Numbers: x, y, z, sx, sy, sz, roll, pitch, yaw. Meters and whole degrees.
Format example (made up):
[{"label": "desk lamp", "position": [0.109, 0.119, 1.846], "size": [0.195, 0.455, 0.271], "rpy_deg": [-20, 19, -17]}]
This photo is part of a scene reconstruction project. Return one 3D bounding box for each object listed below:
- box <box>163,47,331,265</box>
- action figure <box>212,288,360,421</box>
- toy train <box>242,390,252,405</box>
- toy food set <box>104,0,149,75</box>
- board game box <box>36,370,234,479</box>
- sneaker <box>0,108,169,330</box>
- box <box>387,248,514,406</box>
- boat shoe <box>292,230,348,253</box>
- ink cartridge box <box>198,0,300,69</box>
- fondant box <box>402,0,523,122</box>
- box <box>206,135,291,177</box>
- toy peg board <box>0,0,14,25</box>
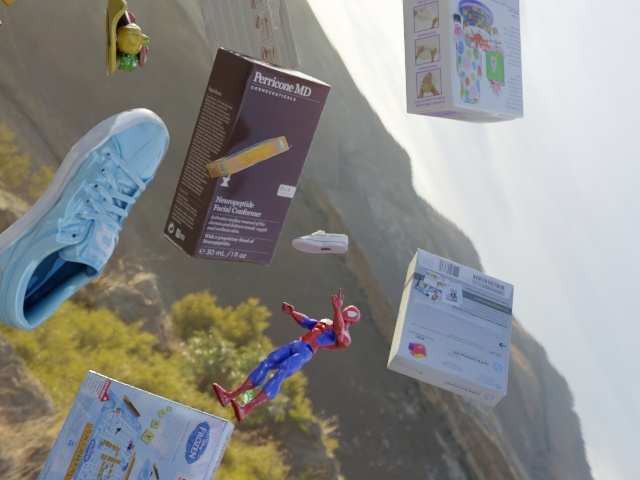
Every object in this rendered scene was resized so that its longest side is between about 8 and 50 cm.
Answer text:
[{"label": "box", "position": [-0.143, -0.152, 1.452], "size": [0.191, 0.381, 0.143], "rpy_deg": [7, 17, -40]}, {"label": "action figure", "position": [-0.049, 0.161, 1.246], "size": [0.091, 0.280, 0.139], "rpy_deg": [26, -42, 48]}, {"label": "toy train", "position": [-0.148, 0.316, 1.523], "size": [0.023, 0.017, 0.083], "rpy_deg": [61, 4, -20]}, {"label": "toy food set", "position": [-0.331, -0.348, 1.304], "size": [0.218, 0.071, 0.128], "rpy_deg": [-154, -116, -70]}, {"label": "board game box", "position": [-0.373, 0.454, 1.468], "size": [0.318, 0.318, 0.066], "rpy_deg": [17, -19, 15]}, {"label": "sneaker", "position": [-0.323, -0.020, 1.077], "size": [0.150, 0.366, 0.135], "rpy_deg": [35, -6, 34]}, {"label": "box", "position": [0.175, 0.109, 0.987], "size": [0.186, 0.145, 0.038], "rpy_deg": [-72, -177, -45]}, {"label": "boat shoe", "position": [0.000, 0.000, 1.344], "size": [0.035, 0.100, 0.035], "rpy_deg": [72, 23, -55]}, {"label": "ink cartridge box", "position": [-0.149, -0.513, 1.759], "size": [0.385, 0.091, 0.308], "rpy_deg": [-5, -81, 57]}, {"label": "fondant box", "position": [0.236, -0.368, 1.247], "size": [0.238, 0.096, 0.330], "rpy_deg": [-4, 91, -49]}, {"label": "box", "position": [-0.117, -0.145, 1.286], "size": [0.081, 0.136, 0.028], "rpy_deg": [1, -63, 60]}, {"label": "toy peg board", "position": [-0.338, -0.259, 0.735], "size": [0.161, 0.161, 0.079], "rpy_deg": [47, -3, 41]}]
